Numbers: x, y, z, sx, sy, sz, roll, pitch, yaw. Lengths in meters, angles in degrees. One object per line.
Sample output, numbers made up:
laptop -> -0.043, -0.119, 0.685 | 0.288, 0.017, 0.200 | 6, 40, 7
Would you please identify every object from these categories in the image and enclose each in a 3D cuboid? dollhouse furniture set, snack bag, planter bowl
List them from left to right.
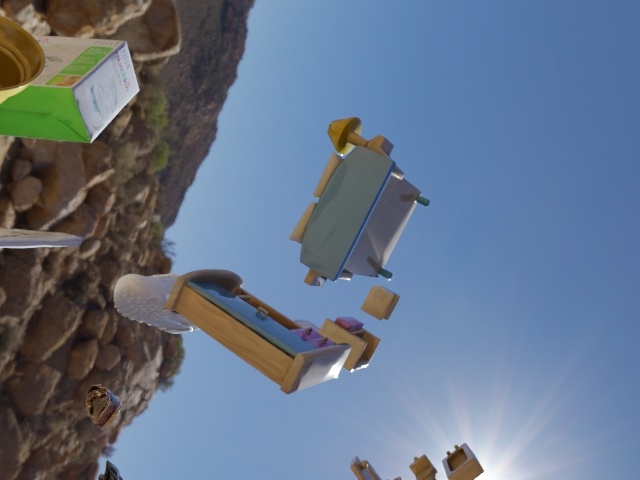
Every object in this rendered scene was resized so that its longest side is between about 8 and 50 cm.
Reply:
snack bag -> -0.568, -0.013, 0.798 | 0.323, 0.342, 0.037 | 3, -88, 35
planter bowl -> -0.541, -0.261, 0.849 | 0.217, 0.217, 0.090 | -94, -153, -44
dollhouse furniture set -> 0.000, 0.000, 0.731 | 0.198, 0.286, 0.304 | 30, -82, 24
dollhouse furniture set -> 0.146, 0.338, 0.858 | 0.151, 0.123, 0.144 | -38, 168, 1

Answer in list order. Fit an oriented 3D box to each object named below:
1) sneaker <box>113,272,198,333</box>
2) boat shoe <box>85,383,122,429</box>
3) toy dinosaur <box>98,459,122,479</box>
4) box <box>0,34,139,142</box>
sneaker -> -0.294, 0.099, 1.018 | 0.090, 0.235, 0.095 | -8, -115, 12
boat shoe -> -0.511, 0.380, 1.294 | 0.073, 0.073, 0.207 | -51, -165, -22
toy dinosaur -> -0.143, 0.339, 0.569 | 0.322, 0.218, 0.164 | -43, -152, 54
box -> -0.555, -0.320, 1.166 | 0.231, 0.261, 0.127 | -73, 165, -46
